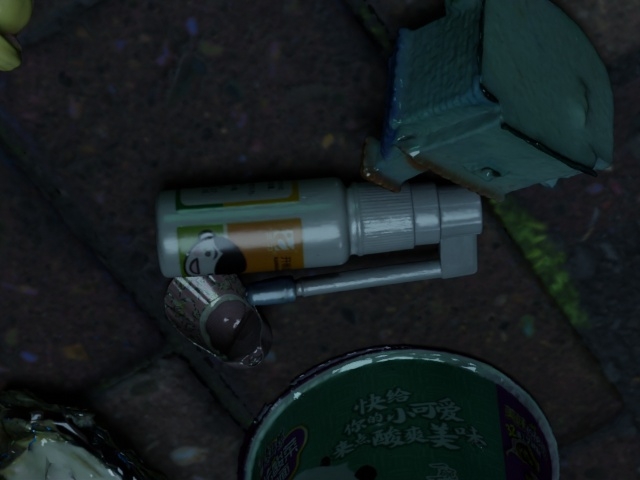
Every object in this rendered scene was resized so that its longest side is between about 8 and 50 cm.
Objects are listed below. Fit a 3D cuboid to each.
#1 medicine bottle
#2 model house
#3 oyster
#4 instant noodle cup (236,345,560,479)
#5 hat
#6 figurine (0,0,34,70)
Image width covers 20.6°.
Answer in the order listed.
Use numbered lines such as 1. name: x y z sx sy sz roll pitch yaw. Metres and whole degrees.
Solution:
1. medicine bottle: 0.000 0.000 1.207 0.221 0.061 0.092 -5 127 -1
2. model house: 0.093 -0.085 1.146 0.149 0.119 0.148 -22 146 37
3. oyster: -0.199 0.235 1.308 0.198 0.092 0.259 -18 116 -6
4. instant noodle cup: 0.063 0.231 1.271 0.251 0.190 0.251 -1 121 -2
5. hat: -0.069 0.054 1.253 0.087 0.042 0.058 42 87 9
6. figurine: -0.249 -0.181 1.085 0.083 0.083 0.187 -38 106 18
